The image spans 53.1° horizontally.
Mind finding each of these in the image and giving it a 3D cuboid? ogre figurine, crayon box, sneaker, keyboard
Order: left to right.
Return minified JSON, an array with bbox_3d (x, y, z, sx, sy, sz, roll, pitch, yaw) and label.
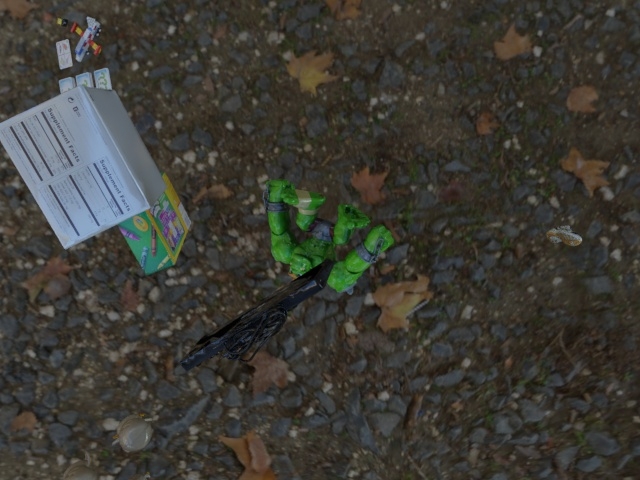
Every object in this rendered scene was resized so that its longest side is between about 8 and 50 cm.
[{"bbox_3d":[-0.420,-0.051,1.636,0.081,0.165,0.278,-20,23,7],"label":"crayon box"},{"bbox_3d":[-0.064,0.091,0.656,0.192,0.100,0.038,-34,96,23],"label":"keyboard"},{"bbox_3d":[0.000,0.000,0.886,0.197,0.118,0.097,16,26,7],"label":"ogre figurine"},{"bbox_3d":[0.451,-0.014,1.170,0.037,0.083,0.032,-34,108,-12],"label":"sneaker"}]

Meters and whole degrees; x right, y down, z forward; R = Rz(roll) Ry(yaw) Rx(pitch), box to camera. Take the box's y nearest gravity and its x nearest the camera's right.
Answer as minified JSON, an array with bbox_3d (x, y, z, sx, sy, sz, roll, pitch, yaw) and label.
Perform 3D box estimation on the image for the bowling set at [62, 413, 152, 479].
[{"bbox_3d":[-0.360,0.447,1.062,0.287,0.154,0.200,-34,95,-23],"label":"bowling set"}]

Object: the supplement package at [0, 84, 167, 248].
[{"bbox_3d":[-0.373,-0.129,1.050,0.145,0.262,0.204,-27,104,-1],"label":"supplement package"}]

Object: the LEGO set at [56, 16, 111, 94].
[{"bbox_3d":[-0.680,-0.512,1.784,0.182,0.060,0.245,-6,94,25],"label":"LEGO set"}]
